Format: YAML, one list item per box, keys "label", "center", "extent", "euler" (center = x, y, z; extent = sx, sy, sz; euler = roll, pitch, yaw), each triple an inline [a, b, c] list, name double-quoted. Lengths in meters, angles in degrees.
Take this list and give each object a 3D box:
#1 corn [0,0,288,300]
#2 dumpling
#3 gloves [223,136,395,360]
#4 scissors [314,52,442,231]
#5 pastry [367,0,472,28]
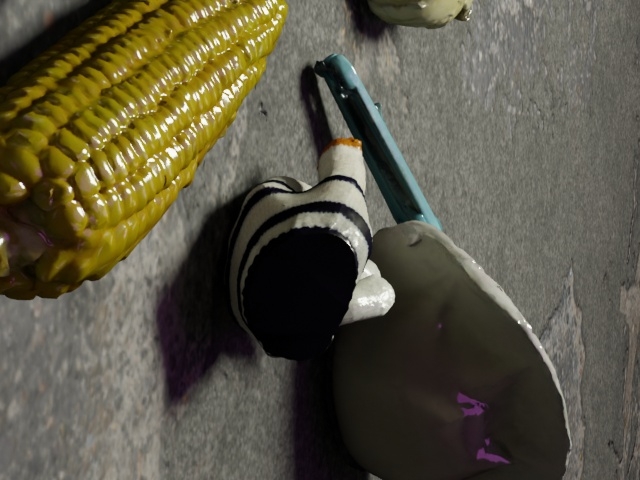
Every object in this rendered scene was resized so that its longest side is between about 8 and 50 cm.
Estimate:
- label: "corn"
  center: [-0.112, -0.083, 0.901]
  extent: [0.363, 0.120, 0.120]
  euler: [-55, 139, -51]
- label: "dumpling"
  center: [0.095, 0.130, 1.291]
  extent: [0.204, 0.163, 0.293]
  euler: [-134, -148, -59]
- label: "gloves"
  center: [-0.014, 0.006, 1.152]
  extent: [0.219, 0.131, 0.140]
  euler: [-113, -169, -72]
- label: "scissors"
  center: [0.089, -0.012, 1.365]
  extent: [0.032, 0.180, 0.393]
  euler: [-38, 122, -14]
- label: "pastry"
  center: [0.092, -0.274, 1.391]
  extent: [0.166, 0.088, 0.166]
  euler: [2, 90, -66]
